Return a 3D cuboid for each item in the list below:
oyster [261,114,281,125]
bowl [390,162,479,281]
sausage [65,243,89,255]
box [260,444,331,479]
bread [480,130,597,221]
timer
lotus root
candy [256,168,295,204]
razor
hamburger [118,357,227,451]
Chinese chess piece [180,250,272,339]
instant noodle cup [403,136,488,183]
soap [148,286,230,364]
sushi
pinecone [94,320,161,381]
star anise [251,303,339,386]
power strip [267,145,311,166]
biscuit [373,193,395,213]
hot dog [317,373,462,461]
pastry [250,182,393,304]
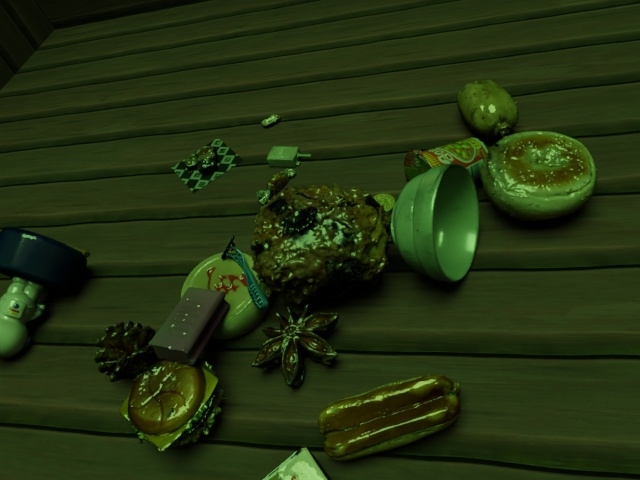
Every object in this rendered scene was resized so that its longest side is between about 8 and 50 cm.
[{"bbox_3d":[-0.199,-0.484,1.987,0.083,0.019,0.054,-27,47,-3],"label":"oyster"},{"bbox_3d":[0.296,-0.045,1.296,0.163,0.307,0.307,-1,49,39],"label":"bowl"},{"bbox_3d":[-0.879,0.036,1.765,0.116,0.026,0.026,13,56,25],"label":"sausage"},{"bbox_3d":[-0.049,0.664,0.921,0.344,0.122,0.385,-36,50,-14],"label":"box"},{"bbox_3d":[0.605,-0.176,1.379,0.305,0.159,0.306,-4,58,6],"label":"bread"},{"bbox_3d":[-0.949,0.180,1.550,0.270,0.270,0.384,8,68,23],"label":"timer"},{"bbox_3d":[0.555,-0.434,1.626,0.160,0.146,0.284,-26,49,15],"label":"lotus root"},{"bbox_3d":[-0.158,-0.200,1.720,0.053,0.047,0.182,24,60,30],"label":"candy"},{"bbox_3d":[-0.205,0.095,1.359,0.082,0.042,0.253,-58,47,25],"label":"razor"},{"bbox_3d":[-0.367,0.401,1.226,0.261,0.139,0.243,27,62,33],"label":"hamburger"},{"bbox_3d":[-0.272,0.155,1.425,0.272,0.102,0.274,-8,50,10],"label":"Chinese chess piece"},{"bbox_3d":[0.392,-0.220,1.488,0.212,0.193,0.193,-25,48,-14],"label":"instant noodle cup"},{"bbox_3d":[-0.334,0.216,1.264,0.122,0.066,0.203,4,41,21],"label":"soap"},{"bbox_3d":[-0.453,-0.314,1.906,0.231,0.047,0.219,-37,51,-14],"label":"sushi"},{"bbox_3d":[-0.522,0.301,1.339,0.195,0.179,0.150,5,92,37],"label":"pinecone"},{"bbox_3d":[-0.052,0.272,1.270,0.219,0.099,0.215,6,67,16],"label":"star anise"},{"bbox_3d":[-0.114,-0.308,1.798,0.175,0.042,0.075,4,52,20],"label":"power strip"},{"bbox_3d":[0.196,-0.114,1.553,0.083,0.023,0.084,-8,49,9],"label":"biscuit"},{"bbox_3d":[0.162,0.392,1.098,0.337,0.100,0.135,-20,57,2],"label":"hot dog"},{"bbox_3d":[-0.014,0.010,1.337,0.404,0.293,0.338,6,53,26],"label":"pastry"}]
